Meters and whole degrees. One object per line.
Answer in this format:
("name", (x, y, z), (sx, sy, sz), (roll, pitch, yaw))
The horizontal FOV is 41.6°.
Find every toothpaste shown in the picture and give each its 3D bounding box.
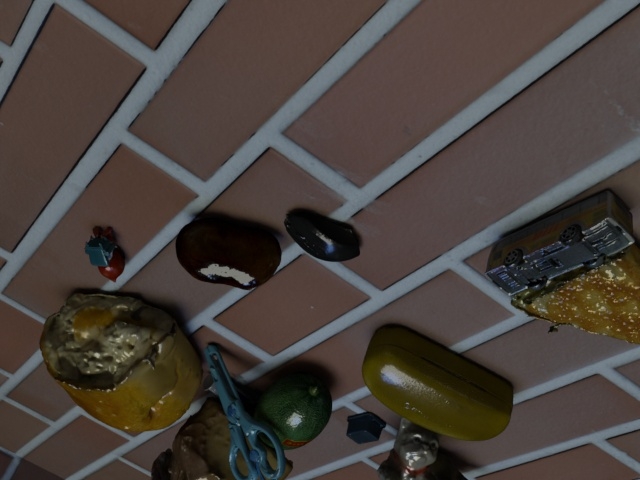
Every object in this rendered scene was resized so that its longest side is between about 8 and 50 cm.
("toothpaste", (-0.208, 0.450, 2.353), (0.266, 0.061, 0.096), (35, 139, -29))

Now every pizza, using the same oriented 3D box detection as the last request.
("pizza", (0.501, 0.095, 1.605), (0.288, 0.075, 0.279), (-1, 133, 27))

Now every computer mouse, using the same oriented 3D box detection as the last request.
("computer mouse", (0.000, 0.000, 1.709), (0.172, 0.057, 0.099), (26, 149, -6))

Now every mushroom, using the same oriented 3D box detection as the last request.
("mushroom", (-0.195, 0.054, 1.824), (0.227, 0.148, 0.217), (20, 158, 8))

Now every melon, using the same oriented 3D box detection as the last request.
("melon", (-0.068, 0.436, 2.166), (0.182, 0.182, 0.287), (27, 142, -9))

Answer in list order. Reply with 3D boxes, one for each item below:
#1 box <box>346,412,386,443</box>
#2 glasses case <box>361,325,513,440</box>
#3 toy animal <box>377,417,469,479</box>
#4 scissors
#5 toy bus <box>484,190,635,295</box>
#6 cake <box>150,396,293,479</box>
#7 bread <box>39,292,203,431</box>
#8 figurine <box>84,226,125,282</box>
("box", (0.118, 0.510, 2.276), (0.074, 0.054, 0.099), (42, 137, -23))
("glasses case", (0.261, 0.348, 1.950), (0.371, 0.141, 0.173), (29, 142, -11))
("toy animal", (0.298, 0.580, 2.233), (0.308, 0.188, 0.266), (12, 164, -8))
("scissors", (-0.209, 0.441, 2.137), (0.180, 0.392, 0.032), (-35, 161, 30))
("toy bus", (0.420, 0.008, 1.502), (0.092, 0.106, 0.268), (39, 136, -23))
("cake", (-0.286, 0.640, 2.315), (0.332, 0.321, 0.332), (40, 170, 9))
("bread", (-0.505, 0.348, 2.188), (0.361, 0.250, 0.394), (6, 141, 18))
("figurine", (-0.494, 0.039, 1.954), (0.068, 0.075, 0.140), (4, 137, 17))
